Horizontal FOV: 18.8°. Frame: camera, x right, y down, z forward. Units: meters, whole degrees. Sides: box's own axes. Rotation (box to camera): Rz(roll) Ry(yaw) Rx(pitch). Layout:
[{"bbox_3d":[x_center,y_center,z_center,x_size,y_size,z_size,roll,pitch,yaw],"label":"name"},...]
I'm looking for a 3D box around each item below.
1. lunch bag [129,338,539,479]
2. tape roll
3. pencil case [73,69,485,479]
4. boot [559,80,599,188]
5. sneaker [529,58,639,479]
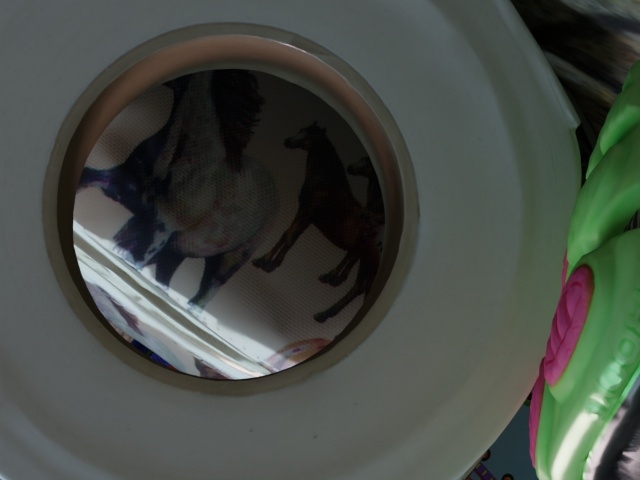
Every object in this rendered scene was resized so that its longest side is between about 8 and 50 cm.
[{"bbox_3d":[-0.007,0.118,1.074,0.221,0.293,0.138,49,151,-10],"label":"lunch bag"},{"bbox_3d":[-0.037,-0.011,0.812,0.286,0.286,0.100,31,175,-1],"label":"tape roll"},{"bbox_3d":[-0.067,-0.019,0.941,0.410,0.183,0.160,37,147,-1],"label":"pencil case"},{"bbox_3d":[0.139,-0.017,0.993,0.190,0.076,0.208,30,169,10],"label":"boot"},{"bbox_3d":[0.231,0.060,0.775,0.202,0.185,0.483,7,166,33],"label":"sneaker"}]
